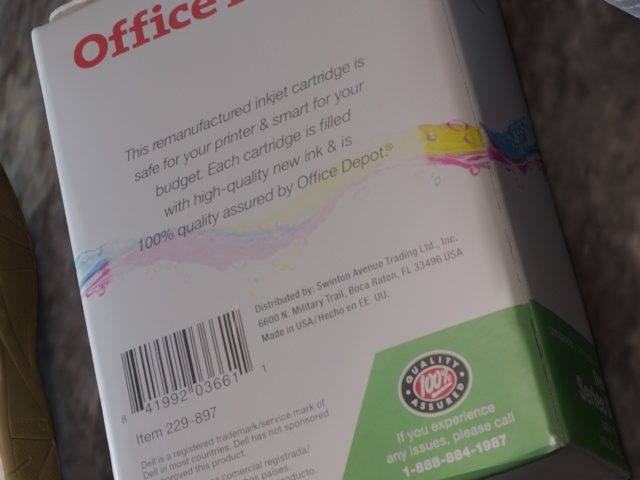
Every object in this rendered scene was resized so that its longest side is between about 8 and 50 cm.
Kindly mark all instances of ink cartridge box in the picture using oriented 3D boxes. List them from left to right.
[{"bbox_3d":[0.000,0.000,0.655,0.154,0.093,0.212,-21,70,19],"label":"ink cartridge box"}]

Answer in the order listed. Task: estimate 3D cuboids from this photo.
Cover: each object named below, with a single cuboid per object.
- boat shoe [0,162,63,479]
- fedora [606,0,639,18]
[{"bbox_3d":[-0.144,0.039,0.730,0.059,0.063,0.170,-15,71,15],"label":"boat shoe"},{"bbox_3d":[0.184,-0.162,0.587,0.275,0.124,0.244,-8,79,16],"label":"fedora"}]
